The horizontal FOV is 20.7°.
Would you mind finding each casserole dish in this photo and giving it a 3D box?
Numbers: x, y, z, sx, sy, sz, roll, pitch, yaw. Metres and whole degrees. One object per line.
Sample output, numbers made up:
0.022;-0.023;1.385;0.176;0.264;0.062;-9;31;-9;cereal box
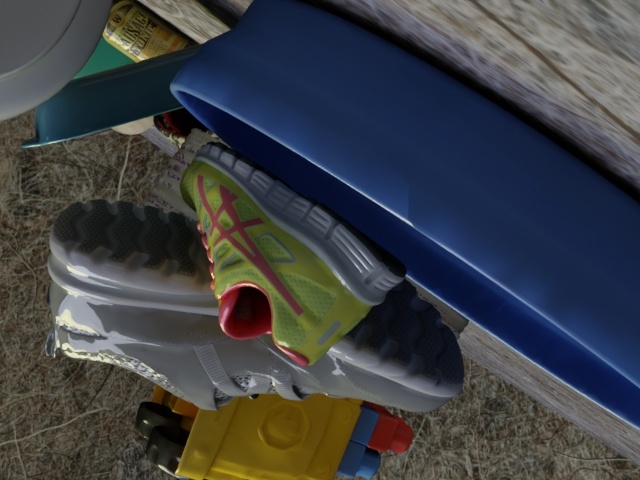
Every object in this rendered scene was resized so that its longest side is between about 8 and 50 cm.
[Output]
-0.113;-0.104;1.176;0.114;0.188;0.037;-154;49;-76;casserole dish

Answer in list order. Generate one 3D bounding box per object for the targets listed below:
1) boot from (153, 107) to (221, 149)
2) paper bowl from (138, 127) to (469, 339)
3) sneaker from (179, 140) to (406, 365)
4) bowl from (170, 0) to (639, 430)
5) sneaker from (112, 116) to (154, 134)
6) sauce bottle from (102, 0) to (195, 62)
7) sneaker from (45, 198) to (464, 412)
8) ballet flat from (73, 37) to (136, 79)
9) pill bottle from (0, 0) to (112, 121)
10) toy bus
-0.105;-0.097;1.746;0.236;0.085;0.178;22;167;49;boot
0.000;0.000;1.468;0.284;0.148;0.284;35;178;2;paper bowl
-0.040;0.009;1.041;0.081;0.094;0.208;34;180;-33;sneaker
0.096;-0.004;0.992;0.391;0.077;0.391;35;178;2;bowl
-0.304;-0.214;1.986;0.302;0.108;0.121;22;169;40;sneaker
-0.162;-0.178;1.445;0.128;0.042;0.042;33;177;-3;sauce bottle
-0.045;0.060;1.142;0.281;0.115;0.105;18;-147;-4;sneaker
-0.234;-0.213;1.516;0.247;0.083;0.087;39;-161;-56;ballet flat
-0.210;-0.153;1.004;0.176;0.176;0.318;35;178;-13;pill bottle
-0.034;0.138;1.497;0.211;0.149;0.220;19;-177;-15;toy bus
